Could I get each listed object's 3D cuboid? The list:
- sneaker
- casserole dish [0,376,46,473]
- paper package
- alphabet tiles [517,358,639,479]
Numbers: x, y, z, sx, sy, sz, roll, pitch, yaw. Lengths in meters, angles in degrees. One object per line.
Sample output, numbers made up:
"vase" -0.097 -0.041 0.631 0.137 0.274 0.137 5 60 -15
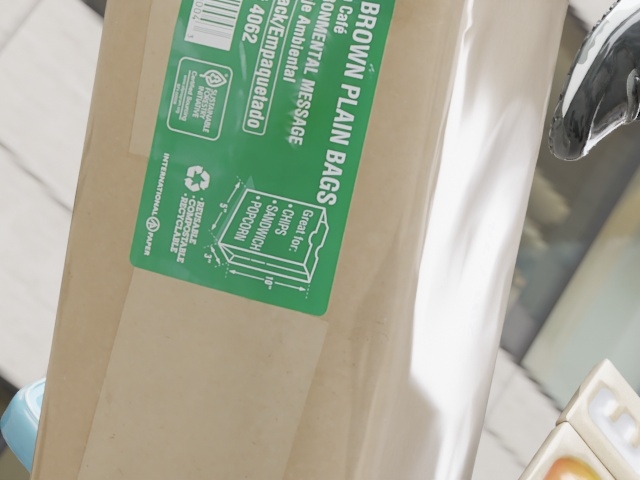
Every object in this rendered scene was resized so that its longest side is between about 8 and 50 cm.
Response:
"sneaker" 0.315 -0.167 1.748 0.124 0.283 0.107 31 -27 16
"casserole dish" -0.157 0.153 1.447 0.188 0.114 0.037 44 -42 32
"paper package" 0.000 0.000 0.971 0.168 0.325 0.309 13 7 13
"alphabet tiles" 0.123 0.152 0.611 0.198 0.237 0.009 50 -49 -4
